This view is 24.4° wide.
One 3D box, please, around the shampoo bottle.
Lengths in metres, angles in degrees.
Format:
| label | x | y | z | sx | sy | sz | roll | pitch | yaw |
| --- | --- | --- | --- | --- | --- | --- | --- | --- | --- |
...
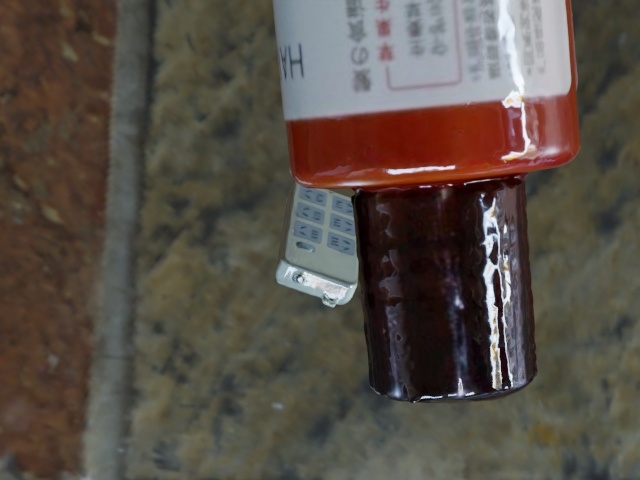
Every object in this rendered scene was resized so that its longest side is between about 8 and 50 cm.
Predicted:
| label | x | y | z | sx | sy | sz | roll | pitch | yaw |
| --- | --- | --- | --- | --- | --- | --- | --- | --- | --- |
| shampoo bottle | 0.035 | -0.082 | 0.519 | 0.104 | 0.104 | 0.278 | -5 | 94 | 10 |

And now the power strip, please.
| label | x | y | z | sx | sy | sz | roll | pitch | yaw |
| --- | --- | --- | --- | --- | --- | --- | --- | --- | --- |
| power strip | 0.000 | 0.000 | 0.749 | 0.040 | 0.090 | 0.016 | 19 | 121 | -8 |
